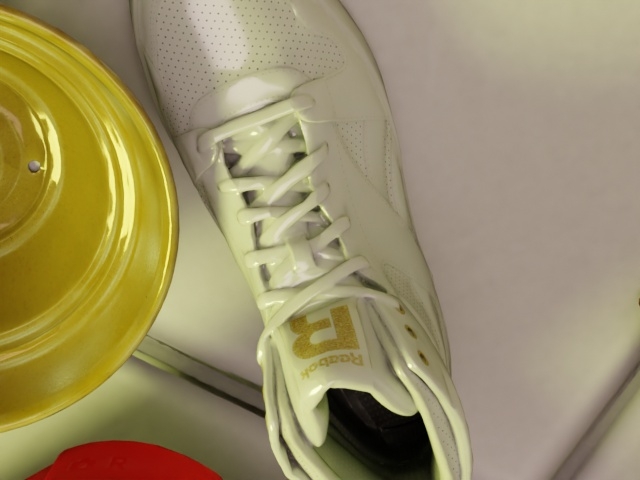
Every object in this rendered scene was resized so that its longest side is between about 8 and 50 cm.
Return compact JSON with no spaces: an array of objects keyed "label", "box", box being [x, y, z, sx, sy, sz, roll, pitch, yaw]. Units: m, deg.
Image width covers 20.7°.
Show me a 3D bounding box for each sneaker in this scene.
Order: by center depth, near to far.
[{"label":"sneaker","box":[0.000,0.000,0.803,0.108,0.169,0.292,-24,114,6]}]

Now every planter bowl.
[{"label":"planter bowl","box":[-0.175,-0.023,0.812,0.217,0.090,0.217,-3,116,-6]}]

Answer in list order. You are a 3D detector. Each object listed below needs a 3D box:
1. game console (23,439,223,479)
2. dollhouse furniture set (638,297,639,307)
[{"label":"game console","box":[-0.126,0.289,0.929,0.386,0.060,0.342,-31,112,25]},{"label":"dollhouse furniture set","box":[0.142,0.169,0.906,0.374,0.152,0.201,-23,115,4]}]
